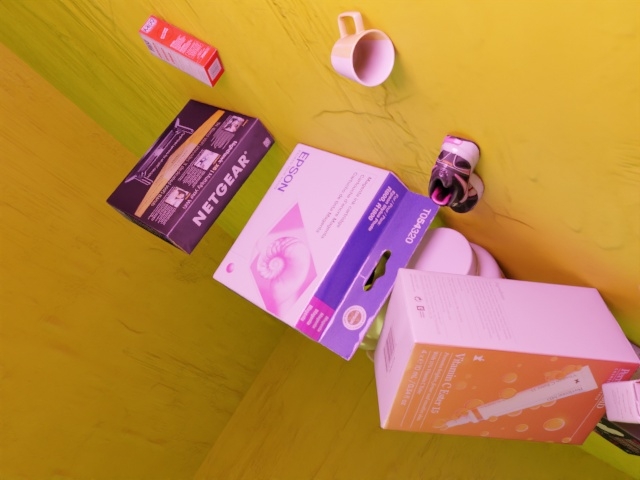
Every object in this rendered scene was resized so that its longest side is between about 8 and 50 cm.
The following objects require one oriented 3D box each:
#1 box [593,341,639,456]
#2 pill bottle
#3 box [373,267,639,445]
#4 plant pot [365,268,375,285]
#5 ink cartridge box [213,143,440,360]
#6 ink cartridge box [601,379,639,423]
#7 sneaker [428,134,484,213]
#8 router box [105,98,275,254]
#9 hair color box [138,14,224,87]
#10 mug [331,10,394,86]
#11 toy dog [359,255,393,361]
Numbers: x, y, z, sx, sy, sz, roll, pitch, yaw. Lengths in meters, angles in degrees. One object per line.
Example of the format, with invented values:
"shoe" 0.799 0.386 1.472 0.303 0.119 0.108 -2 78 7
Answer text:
"box" 0.582 0.295 1.100 0.247 0.163 0.142 33 165 -2
"pill bottle" 0.282 0.118 1.109 0.188 0.188 0.334 22 164 43
"box" 0.281 0.193 0.921 0.345 0.168 0.215 6 127 -5
"plant pot" 0.009 0.003 1.203 0.188 0.187 0.167 25 -152 30
"ink cartridge box" 0.000 0.000 1.025 0.330 0.324 0.071 23 167 40
"ink cartridge box" 0.533 0.194 0.696 0.275 0.060 0.239 -5 164 8
"sneaker" 0.187 -0.079 0.818 0.072 0.077 0.178 28 168 29
"router box" -0.281 -0.148 1.206 0.243 0.309 0.081 25 163 38
"hair color box" -0.245 -0.335 0.995 0.141 0.043 0.072 30 168 9
"mug" 0.046 -0.226 0.667 0.062 0.078 0.064 2 -163 -32
"toy dog" 0.273 0.232 1.537 0.408 0.285 0.395 36 150 -22
